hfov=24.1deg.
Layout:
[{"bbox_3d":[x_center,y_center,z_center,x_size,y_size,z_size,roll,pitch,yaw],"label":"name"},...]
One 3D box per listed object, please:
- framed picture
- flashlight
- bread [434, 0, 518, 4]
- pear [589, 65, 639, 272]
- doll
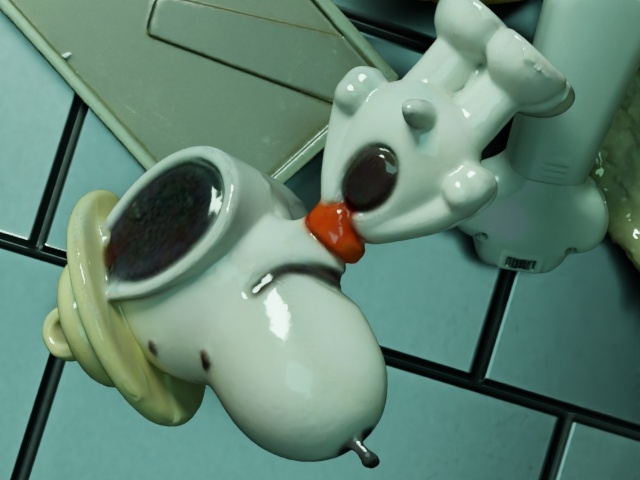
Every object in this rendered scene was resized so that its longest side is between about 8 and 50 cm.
[{"bbox_3d":[-0.075,-0.120,0.871,0.150,0.015,0.203,-43,95,-6],"label":"framed picture"},{"bbox_3d":[0.134,-0.070,0.841,0.093,0.047,0.200,9,124,-7],"label":"flashlight"},{"bbox_3d":[0.066,-0.282,0.824,0.121,0.173,0.311,-10,85,37],"label":"bread"},{"bbox_3d":[0.275,-0.082,0.848,0.178,0.267,0.267,-20,93,-37],"label":"pear"},{"bbox_3d":[-0.009,-0.018,0.791,0.208,0.144,0.271,27,89,19],"label":"doll"}]
